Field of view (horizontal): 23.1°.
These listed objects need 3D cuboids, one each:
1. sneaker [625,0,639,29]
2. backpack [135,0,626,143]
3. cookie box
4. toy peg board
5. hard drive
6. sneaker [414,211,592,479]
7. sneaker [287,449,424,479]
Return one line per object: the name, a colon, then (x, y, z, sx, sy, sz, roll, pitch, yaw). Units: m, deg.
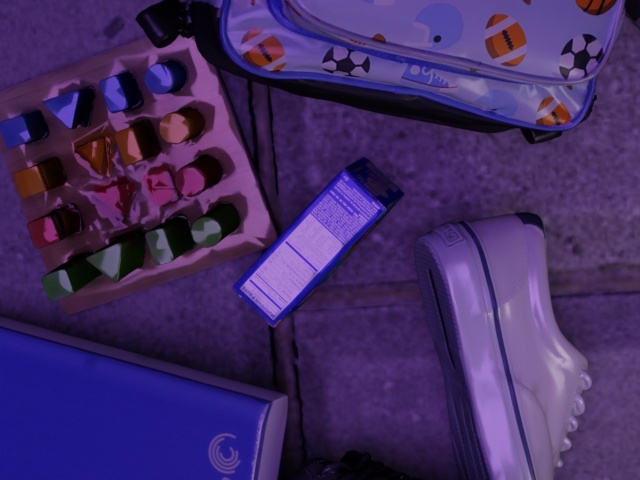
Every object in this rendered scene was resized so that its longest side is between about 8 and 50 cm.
sneaker: (0.272, -0.197, 0.957, 0.215, 0.084, 0.083, -29, 95, 22)
backpack: (0.063, -0.205, 0.886, 0.276, 0.213, 0.263, 10, 89, -19)
cookie box: (0.000, 0.000, 1.018, 0.040, 0.092, 0.107, 44, 103, 2)
toy peg board: (-0.132, -0.043, 1.035, 0.161, 0.079, 0.160, -19, 97, 10)
hard drive: (-0.186, 0.167, 1.053, 0.319, 0.040, 0.210, 13, 101, 22)
sneaker: (0.134, 0.106, 1.019, 0.091, 0.094, 0.258, -16, 107, -11)
sneaker: (0.028, 0.188, 1.006, 0.267, 0.101, 0.106, -18, 80, 39)
